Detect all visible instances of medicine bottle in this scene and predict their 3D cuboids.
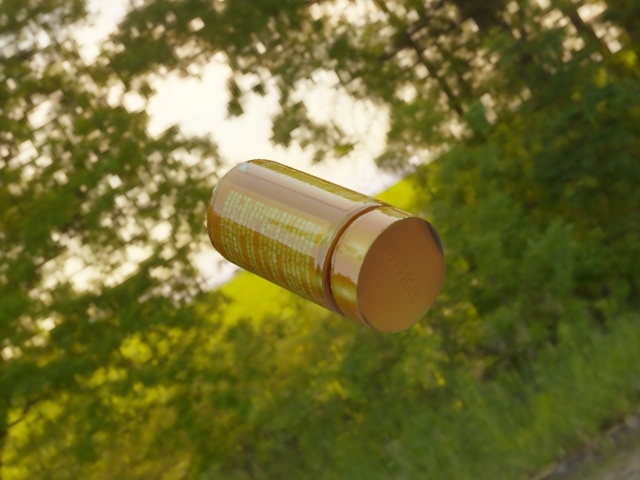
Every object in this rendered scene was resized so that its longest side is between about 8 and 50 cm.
[{"bbox_3d":[0.000,0.000,1.037,0.096,0.096,0.192,-31,35,-31],"label":"medicine bottle"}]
